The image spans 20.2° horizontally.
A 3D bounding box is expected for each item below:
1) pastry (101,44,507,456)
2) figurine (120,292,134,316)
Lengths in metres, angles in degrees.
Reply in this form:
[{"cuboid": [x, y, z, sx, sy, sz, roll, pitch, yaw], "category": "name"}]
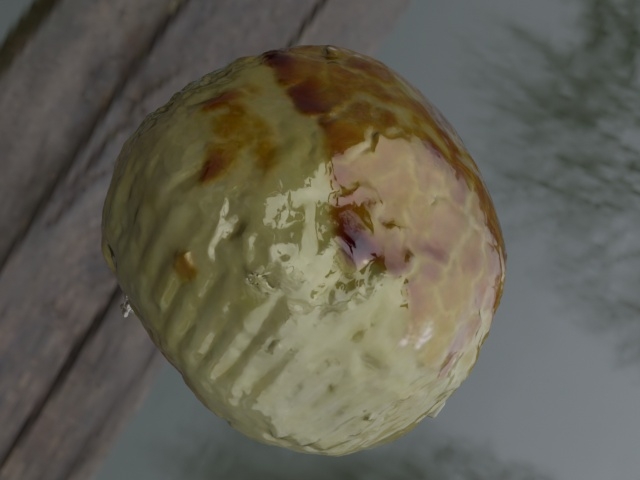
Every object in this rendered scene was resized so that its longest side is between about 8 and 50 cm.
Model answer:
[{"cuboid": [0.000, 0.000, 1.637, 0.312, 0.388, 0.388, -46, 157, 14], "category": "pastry"}, {"cuboid": [-0.163, 0.010, 1.890, 0.132, 0.132, 0.153, 25, 69, -63], "category": "figurine"}]
